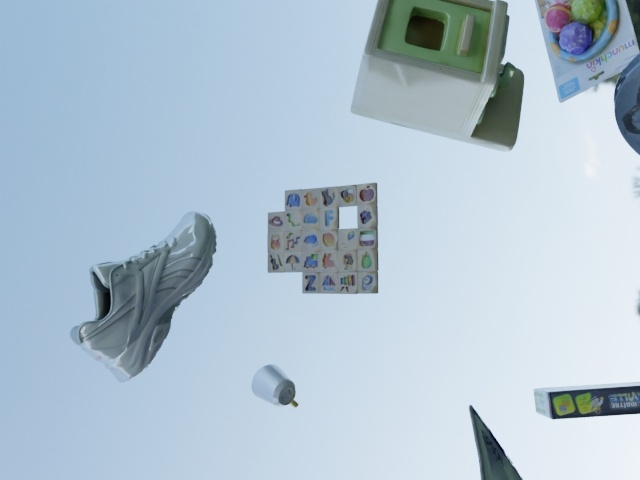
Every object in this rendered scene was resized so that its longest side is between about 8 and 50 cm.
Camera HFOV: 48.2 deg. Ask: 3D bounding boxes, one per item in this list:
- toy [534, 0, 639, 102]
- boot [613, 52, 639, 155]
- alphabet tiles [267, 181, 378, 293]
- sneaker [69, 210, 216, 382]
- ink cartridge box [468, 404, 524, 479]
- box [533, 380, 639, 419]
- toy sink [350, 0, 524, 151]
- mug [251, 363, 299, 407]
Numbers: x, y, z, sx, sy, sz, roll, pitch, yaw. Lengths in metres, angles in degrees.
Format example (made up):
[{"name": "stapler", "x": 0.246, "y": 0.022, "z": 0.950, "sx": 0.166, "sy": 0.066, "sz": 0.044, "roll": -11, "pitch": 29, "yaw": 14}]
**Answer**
[{"name": "toy", "x": 0.376, "y": -0.344, "z": 1.066, "sx": 0.056, "sy": 0.137, "sz": 0.237, "roll": 7, "pitch": -111, "yaw": -35}, {"name": "boot", "x": 0.464, "y": -0.246, "z": 0.652, "sx": 0.146, "sy": 0.367, "sz": 0.445, "roll": 63, "pitch": -147, "yaw": -29}, {"name": "alphabet tiles", "x": 0.000, "y": 0.000, "z": 1.324, "sx": 0.009, "sy": 0.237, "sz": 0.198, "roll": 6, "pitch": -97, "yaw": -58}, {"name": "sneaker", "x": -0.209, "y": 0.044, "z": 0.851, "sx": 0.115, "sy": 0.090, "sz": 0.232, "roll": 39, "pitch": -123, "yaw": -22}, {"name": "ink cartridge box", "x": 0.113, "y": 0.291, "z": 0.379, "sx": 0.175, "sy": 0.069, "sz": 0.371, "roll": 54, "pitch": -155, "yaw": -33}, {"name": "box", "x": 0.398, "y": 0.209, "z": 0.947, "sx": 0.114, "sy": 0.207, "sz": 0.036, "roll": 56, "pitch": -151, "yaw": -78}, {"name": "toy sink", "x": 0.175, "y": -0.238, "z": 0.962, "sx": 0.234, "sy": 0.131, "sz": 0.152, "roll": 15, "pitch": -119, "yaw": 1}, {"name": "mug", "x": -0.067, "y": 0.248, "z": 1.200, "sx": 0.078, "sy": 0.064, "sz": 0.062, "roll": 11, "pitch": -84, "yaw": -38}]
